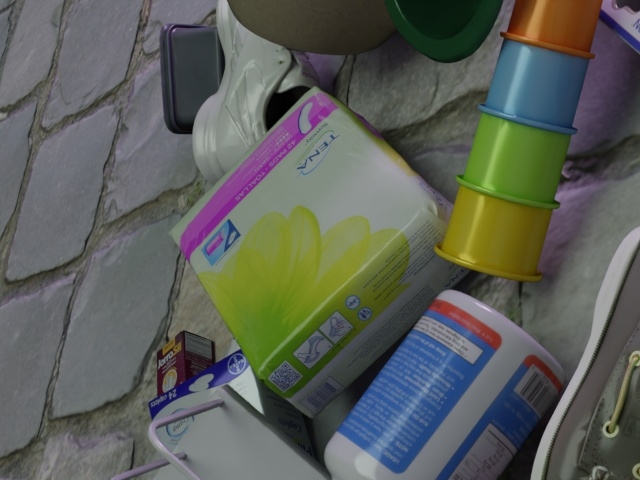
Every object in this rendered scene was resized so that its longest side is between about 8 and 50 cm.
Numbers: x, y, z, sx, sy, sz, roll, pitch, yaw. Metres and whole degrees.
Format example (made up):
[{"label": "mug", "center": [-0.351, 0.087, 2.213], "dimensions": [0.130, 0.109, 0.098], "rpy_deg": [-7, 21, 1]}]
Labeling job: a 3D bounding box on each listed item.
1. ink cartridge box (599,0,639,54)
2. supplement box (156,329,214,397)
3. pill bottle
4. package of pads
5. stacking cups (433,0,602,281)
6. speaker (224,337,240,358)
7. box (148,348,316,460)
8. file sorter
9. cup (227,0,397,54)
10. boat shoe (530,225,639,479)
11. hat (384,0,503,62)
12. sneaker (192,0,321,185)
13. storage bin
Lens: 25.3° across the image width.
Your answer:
[{"label": "ink cartridge box", "center": [0.346, -0.294, 1.132], "dimensions": [0.332, 0.065, 0.165], "rpy_deg": [-52, 35, 17]}, {"label": "supplement box", "center": [-0.148, 0.150, 1.562], "dimensions": [0.055, 0.043, 0.083], "rpy_deg": [-42, 38, 34]}, {"label": "pill bottle", "center": [0.081, 0.159, 1.110], "dimensions": [0.221, 0.124, 0.124], "rpy_deg": [-52, 31, -8]}, {"label": "package of pads", "center": [0.000, 0.000, 1.357], "dimensions": [0.229, 0.101, 0.296], "rpy_deg": [-44, 37, 4]}, {"label": "stacking cups", "center": [0.180, -0.128, 1.171], "dimensions": [0.096, 0.096, 0.316], "rpy_deg": [27, 104, 58]}, {"label": "speaker", "center": [-0.090, 0.172, 1.453], "dimensions": [0.055, 0.055, 0.136], "rpy_deg": [13, 80, 57]}, {"label": "box", "center": [-0.084, 0.193, 1.362], "dimensions": [0.126, 0.072, 0.137], "rpy_deg": [-31, 58, 20]}, {"label": "file sorter", "center": [-0.121, 0.301, 1.227], "dimensions": [0.193, 0.173, 0.277], "rpy_deg": [39, 106, 15]}, {"label": "cup", "center": [0.009, -0.331, 1.453], "dimensions": [0.331, 0.331, 0.237], "rpy_deg": [-117, 34, -51]}, {"label": "boat shoe", "center": [0.228, 0.126, 0.980], "dimensions": [0.091, 0.109, 0.305], "rpy_deg": [-7, 59, 59]}, {"label": "hat", "center": [0.166, -0.249, 1.234], "dimensions": [0.208, 0.184, 0.173], "rpy_deg": [49, 135, 44]}, {"label": "sneaker", "center": [-0.048, -0.203, 1.621], "dimensions": [0.152, 0.114, 0.305], "rpy_deg": [-7, 67, 38]}, {"label": "storage bin", "center": [-0.127, -0.198, 1.719], "dimensions": [0.091, 0.098, 0.135], "rpy_deg": [-1, 92, 43]}]
